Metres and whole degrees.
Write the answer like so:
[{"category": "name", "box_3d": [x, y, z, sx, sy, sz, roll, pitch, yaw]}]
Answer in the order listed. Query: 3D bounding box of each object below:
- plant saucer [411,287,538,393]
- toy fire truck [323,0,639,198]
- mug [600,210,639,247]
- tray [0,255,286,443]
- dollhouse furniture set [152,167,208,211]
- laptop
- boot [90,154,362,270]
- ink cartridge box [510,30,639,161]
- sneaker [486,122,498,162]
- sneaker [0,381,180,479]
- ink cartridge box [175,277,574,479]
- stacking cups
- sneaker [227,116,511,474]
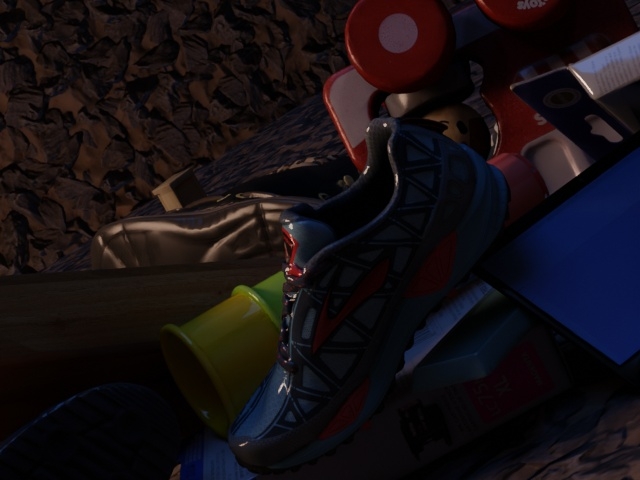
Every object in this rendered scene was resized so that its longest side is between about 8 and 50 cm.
[{"category": "plant saucer", "box_3d": [0.129, 0.045, 1.209, 0.067, 0.018, 0.192, -18, 14, 41]}, {"category": "toy fire truck", "box_3d": [0.169, -0.131, 1.639, 0.302, 0.254, 0.169, -27, -13, 5]}, {"category": "mug", "box_3d": [0.232, 0.017, 1.242, 0.062, 0.078, 0.064, 5, 18, 28]}, {"category": "tray", "box_3d": [-0.197, 0.100, 1.369, 0.411, 0.076, 0.203, -4, -31, -47]}, {"category": "dollhouse furniture set", "box_3d": [-0.108, -0.004, 1.949, 0.101, 0.182, 0.161, -20, 14, 42]}, {"category": "laptop", "box_3d": [0.266, -0.023, 1.131, 0.234, 0.136, 0.264, -35, 0, -27]}, {"category": "boot", "box_3d": [0.000, 0.000, 1.726, 0.377, 0.138, 0.284, -3, 12, 35]}, {"category": "ink cartridge box", "box_3d": [0.293, -0.102, 1.351, 0.224, 0.045, 0.223, -24, -31, 27]}, {"category": "sneaker", "box_3d": [0.200, -0.129, 1.801, 0.235, 0.153, 0.094, -17, 14, 48]}, {"category": "sneaker", "box_3d": [-0.227, 0.219, 1.230, 0.319, 0.112, 0.131, -46, 7, -7]}, {"category": "ink cartridge box", "box_3d": [0.019, 0.132, 1.276, 0.311, 0.065, 0.186, -26, 11, 1]}, {"category": "stacking cups", "box_3d": [0.032, 0.023, 1.330, 0.316, 0.096, 0.096, -33, 11, -20]}, {"category": "sneaker", "box_3d": [0.005, 0.029, 1.173, 0.262, 0.125, 0.104, -55, 28, -5]}]
